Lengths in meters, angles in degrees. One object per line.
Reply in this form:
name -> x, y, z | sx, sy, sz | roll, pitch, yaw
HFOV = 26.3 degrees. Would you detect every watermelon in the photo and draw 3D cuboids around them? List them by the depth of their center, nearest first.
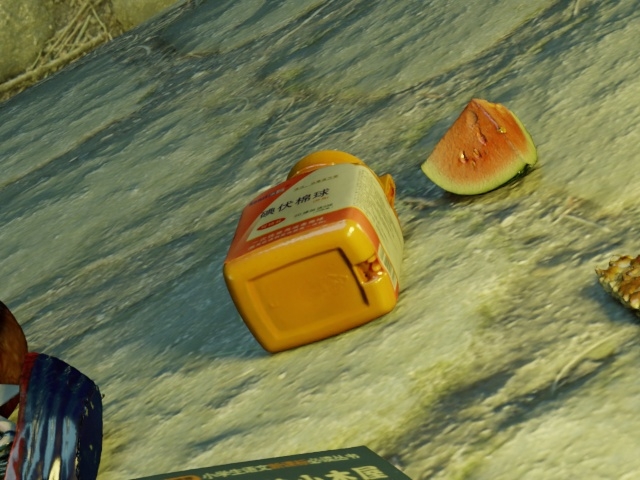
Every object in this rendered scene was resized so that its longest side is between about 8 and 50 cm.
watermelon -> 0.178, -0.104, 1.420 | 0.125, 0.094, 0.135 | -25, 25, -19

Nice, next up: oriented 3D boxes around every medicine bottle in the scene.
medicine bottle -> 0.000, -0.001, 1.359 | 0.149, 0.112, 0.222 | -20, 23, 16

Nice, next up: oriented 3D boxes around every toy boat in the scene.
toy boat -> -0.339, 0.182, 1.283 | 0.318, 0.072, 0.219 | 9, 45, 25

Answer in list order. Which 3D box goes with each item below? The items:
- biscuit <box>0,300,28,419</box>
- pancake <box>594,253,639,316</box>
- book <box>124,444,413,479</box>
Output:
biscuit -> -0.497, 0.207, 1.483 | 0.407, 0.091, 0.407 | -23, 24, 11
pancake -> 0.293, 0.029, 1.043 | 0.266, 0.057, 0.244 | -41, 25, -30
book -> -0.001, 0.205, 0.895 | 0.228, 0.018, 0.322 | -4, 13, -25
